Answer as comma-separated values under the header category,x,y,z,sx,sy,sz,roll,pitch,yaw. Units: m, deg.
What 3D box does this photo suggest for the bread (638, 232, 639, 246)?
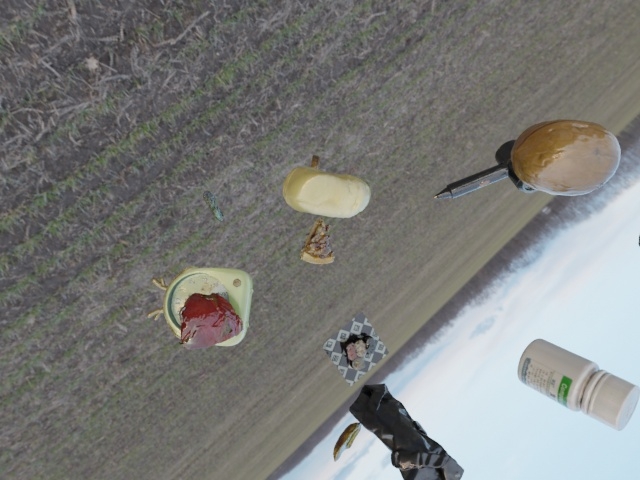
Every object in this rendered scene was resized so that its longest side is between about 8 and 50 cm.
category,x,y,z,sx,sy,sz,roll,pitch,yaw
bread,0.917,0.015,1.084,0.071,0.130,0.139,-35,123,3

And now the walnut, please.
category,x,y,z,sx,sy,sz,roll,pitch,yaw
walnut,0.517,-0.177,0.867,0.167,0.207,0.167,6,90,-85

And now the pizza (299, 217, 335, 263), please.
category,x,y,z,sx,sy,sz,roll,pitch,yaw
pizza,-0.001,0.000,1.652,0.154,0.193,0.069,6,173,-17

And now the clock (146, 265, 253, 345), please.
category,x,y,z,sx,sy,sz,roll,pitch,yaw
clock,-0.372,0.192,1.255,0.096,0.308,0.234,105,-8,-84

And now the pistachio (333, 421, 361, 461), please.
category,x,y,z,sx,sy,sz,roll,pitch,yaw
pistachio,0.093,0.754,1.536,0.173,0.049,0.089,-38,137,-34

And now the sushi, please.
category,x,y,z,sx,sy,sz,roll,pitch,yaw
sushi,0.156,0.449,1.645,0.220,0.231,0.047,-37,-165,-15

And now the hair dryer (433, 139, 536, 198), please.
category,x,y,z,sx,sy,sz,roll,pitch,yaw
hair dryer,0.568,-0.200,1.395,0.352,0.189,0.107,-23,134,11

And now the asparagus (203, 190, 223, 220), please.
category,x,y,z,sx,sy,sz,roll,pitch,yaw
asparagus,-0.312,-0.102,1.181,0.165,0.030,0.036,88,6,-66

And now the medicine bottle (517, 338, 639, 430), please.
category,x,y,z,sx,sy,sz,roll,pitch,yaw
medicine bottle,0.638,0.355,1.016,0.139,0.237,0.139,-13,112,-33

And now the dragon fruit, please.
category,x,y,z,sx,sy,sz,roll,pitch,yaw
dragon fruit,-0.293,0.218,1.103,0.127,0.161,0.120,-114,-155,-75

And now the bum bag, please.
category,x,y,z,sx,sy,sz,roll,pitch,yaw
bum bag,0.187,0.459,0.958,0.137,0.310,0.074,-10,120,-31

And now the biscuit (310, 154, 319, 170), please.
category,x,y,z,sx,sy,sz,roll,pitch,yaw
biscuit,-0.031,-0.254,1.829,0.273,0.049,0.257,-103,-160,-79

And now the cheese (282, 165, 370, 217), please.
category,x,y,z,sx,sy,sz,roll,pitch,yaw
cheese,0.015,-0.129,1.080,0.214,0.226,0.117,-130,-129,-74
